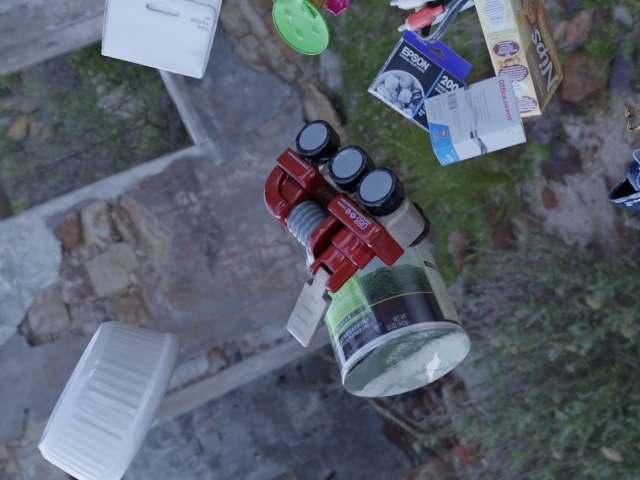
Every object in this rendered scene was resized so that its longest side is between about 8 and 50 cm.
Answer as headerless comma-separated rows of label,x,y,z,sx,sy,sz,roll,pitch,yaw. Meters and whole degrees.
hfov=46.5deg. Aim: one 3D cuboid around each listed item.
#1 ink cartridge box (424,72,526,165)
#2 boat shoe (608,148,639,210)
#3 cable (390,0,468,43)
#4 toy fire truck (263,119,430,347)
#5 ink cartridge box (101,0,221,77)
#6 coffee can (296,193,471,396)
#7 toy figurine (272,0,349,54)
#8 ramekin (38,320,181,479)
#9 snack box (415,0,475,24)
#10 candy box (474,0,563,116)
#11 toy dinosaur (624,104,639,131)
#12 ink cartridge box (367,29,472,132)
ink cartridge box,0.334,-0.261,1.616,0.082,0.191,0.139,47,-147,-57
boat shoe,0.681,-0.126,1.551,0.258,0.089,0.109,97,179,-61
cable,0.245,-0.461,1.396,0.287,0.072,0.139,-4,92,56
toy fire truck,0.000,0.000,1.014,0.217,0.246,0.158,43,180,40
ink cartridge box,-0.253,-0.412,1.235,0.232,0.171,0.168,-94,19,-49
coffee can,0.092,0.076,1.172,0.201,0.202,0.275,82,171,-55
toy figurine,-0.008,-0.482,1.461,0.130,0.159,0.173,3,136,45
ramekin,-0.339,0.252,1.188,0.127,0.272,0.273,29,178,-14
snack box,0.342,-0.714,2.019,0.174,0.070,0.207,-13,71,52
candy box,0.454,-0.462,1.694,0.088,0.183,0.316,1,129,38
toy dinosaur,0.786,-0.289,1.787,0.211,0.112,0.064,83,179,-61
ink cartridge box,0.258,-0.410,1.878,0.206,0.208,0.045,31,-176,-18
